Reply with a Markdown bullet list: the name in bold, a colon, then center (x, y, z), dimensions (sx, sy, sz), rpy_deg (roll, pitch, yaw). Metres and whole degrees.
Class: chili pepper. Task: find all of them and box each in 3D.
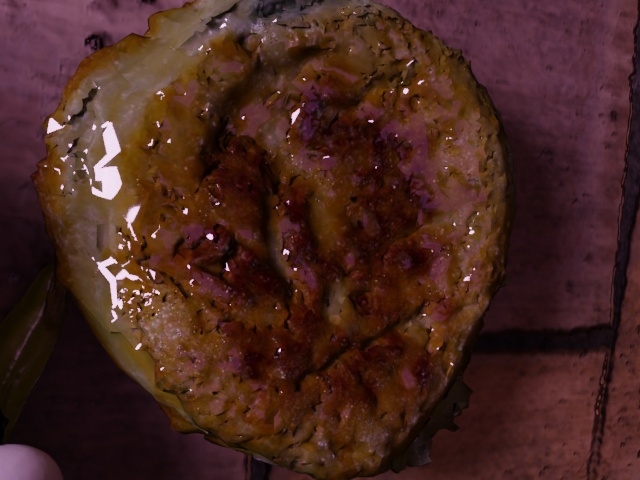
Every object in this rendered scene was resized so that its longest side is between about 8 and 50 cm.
- **chili pepper**: center (-0.187, 0.098, 0.457), dimensions (0.043, 0.049, 0.208), rpy_deg (15, 88, -68)

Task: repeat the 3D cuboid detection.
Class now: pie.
- **pie**: center (0.000, 0.000, 0.502), dimensions (0.355, 0.103, 0.288), rpy_deg (34, 74, -26)

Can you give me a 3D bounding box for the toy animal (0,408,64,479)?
- **toy animal**: center (-0.201, 0.144, 0.374), dimensions (0.179, 0.166, 0.138), rpy_deg (48, 33, 5)
